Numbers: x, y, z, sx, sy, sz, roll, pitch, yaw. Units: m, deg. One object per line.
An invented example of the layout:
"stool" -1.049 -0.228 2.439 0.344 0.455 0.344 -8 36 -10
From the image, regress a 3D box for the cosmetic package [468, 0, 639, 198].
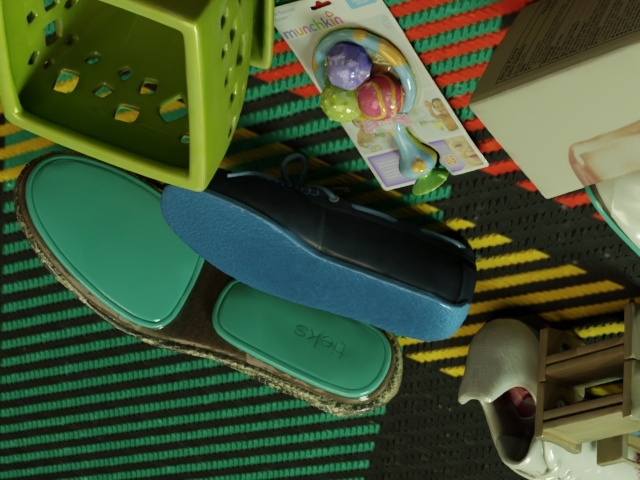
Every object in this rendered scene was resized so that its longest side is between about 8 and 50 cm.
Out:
"cosmetic package" 0.294 -0.158 1.695 0.296 0.153 0.129 -17 123 45

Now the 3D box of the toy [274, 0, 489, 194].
"toy" 0.049 -0.137 1.952 0.137 0.056 0.237 -12 127 40

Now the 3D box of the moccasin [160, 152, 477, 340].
"moccasin" 0.000 0.000 2.094 0.342 0.117 0.138 25 143 0

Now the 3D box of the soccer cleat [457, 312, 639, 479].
"soccer cleat" 0.259 0.227 2.162 0.116 0.143 0.331 -18 123 44

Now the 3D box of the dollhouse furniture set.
"dollhouse furniture set" 0.335 0.161 2.081 0.184 0.129 0.129 25 150 -36

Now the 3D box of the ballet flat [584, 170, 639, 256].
"ballet flat" 0.409 0.037 1.878 0.139 0.139 0.400 -21 120 45

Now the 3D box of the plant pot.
"plant pot" -0.164 -0.218 1.866 0.227 0.207 0.228 21 143 15

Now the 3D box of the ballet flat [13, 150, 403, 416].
"ballet flat" -0.135 0.069 2.244 0.483 0.164 0.182 28 163 -1
